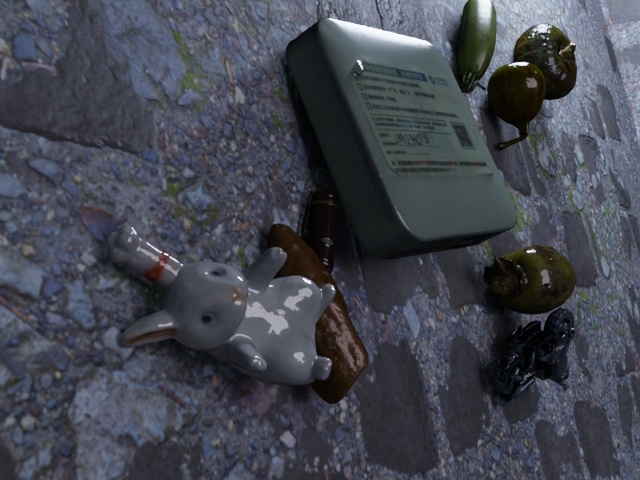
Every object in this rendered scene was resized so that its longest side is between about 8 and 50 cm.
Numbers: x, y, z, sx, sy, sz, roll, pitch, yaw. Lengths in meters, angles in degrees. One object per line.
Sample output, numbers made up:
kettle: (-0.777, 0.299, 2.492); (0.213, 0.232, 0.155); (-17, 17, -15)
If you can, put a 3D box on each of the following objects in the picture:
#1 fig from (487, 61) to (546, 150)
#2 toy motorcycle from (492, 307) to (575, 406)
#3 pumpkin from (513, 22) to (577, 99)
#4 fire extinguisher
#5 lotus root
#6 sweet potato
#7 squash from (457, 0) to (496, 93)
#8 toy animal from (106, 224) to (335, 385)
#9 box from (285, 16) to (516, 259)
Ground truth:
fig: (0.473, -0.333, 1.855); (0.148, 0.142, 0.186); (-12, 70, -29)
toy motorcycle: (0.427, 0.246, 1.551); (0.270, 0.106, 0.159); (-30, 126, -37)
pumpkin: (0.629, -0.492, 2.132); (0.219, 0.162, 0.219); (24, 56, -42)
fire extinguisher: (0.000, 0.000, 1.136); (0.064, 0.043, 0.158); (24, 54, -27)
lotus root: (0.422, 0.082, 1.590); (0.278, 0.154, 0.154); (5, 71, -52)
sweet potato: (-0.010, 0.092, 1.040); (0.097, 0.097, 0.251); (-5, 68, -55)
squash: (0.365, -0.465, 1.812); (0.094, 0.094, 0.341); (45, 43, -34)
toy animal: (-0.103, 0.079, 0.874); (0.282, 0.138, 0.140); (31, 56, -42)
box: (0.145, -0.172, 1.311); (0.396, 0.111, 0.396); (-5, 70, -51)
